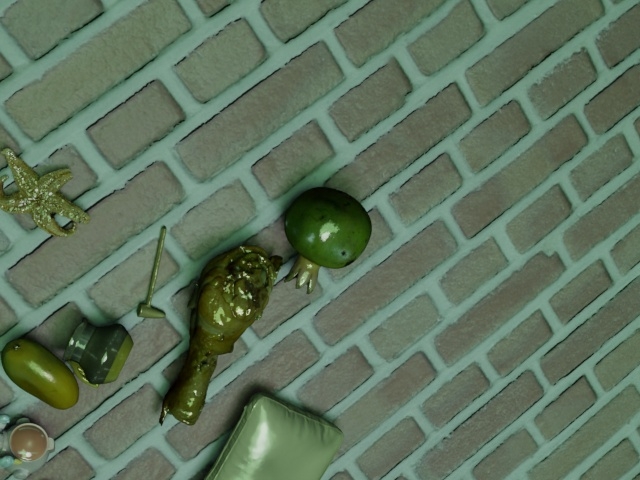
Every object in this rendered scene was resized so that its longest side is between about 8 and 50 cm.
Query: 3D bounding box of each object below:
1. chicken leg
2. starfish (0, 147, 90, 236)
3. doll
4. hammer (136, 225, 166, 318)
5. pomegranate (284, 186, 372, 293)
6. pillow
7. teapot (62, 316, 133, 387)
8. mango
[{"bbox_3d":[-0.222,0.204,1.741,0.153,0.201,0.429,25,101,4],"label":"chicken leg"},{"bbox_3d":[-0.539,-0.090,1.609,0.150,0.053,0.209,-37,110,-12],"label":"starfish"},{"bbox_3d":[-0.668,0.406,1.643,0.287,0.151,0.151,9,100,-27],"label":"doll"},{"bbox_3d":[-0.330,0.068,1.732,0.060,0.028,0.195,10,98,-26],"label":"hammer"},{"bbox_3d":[0.001,0.001,1.748,0.187,0.187,0.225,27,96,-22],"label":"pomegranate"},{"bbox_3d":[-0.121,0.512,1.855,0.255,0.120,0.322,29,90,-24],"label":"pillow"},{"bbox_3d":[-0.452,0.231,1.687,0.119,0.130,0.165,27,125,-8],"label":"teapot"},{"bbox_3d":[-0.544,0.264,1.657,0.191,0.122,0.085,44,47,-28],"label":"mango"}]
